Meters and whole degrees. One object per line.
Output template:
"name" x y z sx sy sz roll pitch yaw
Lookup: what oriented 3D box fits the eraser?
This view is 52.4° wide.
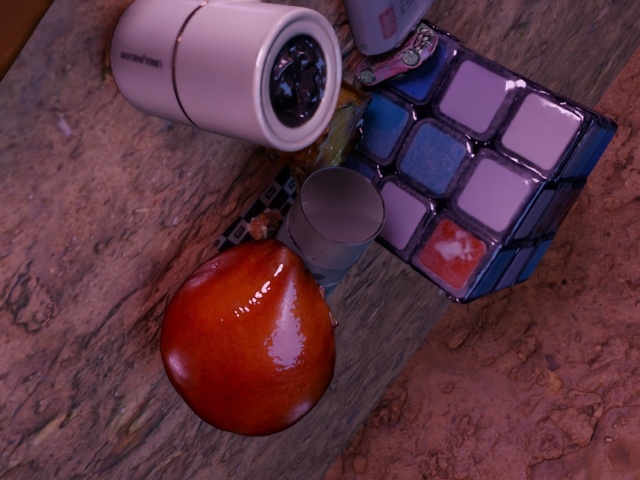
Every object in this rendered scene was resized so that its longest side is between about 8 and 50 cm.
"eraser" 0.092 -0.378 0.854 0.174 0.081 0.227 -53 156 -11

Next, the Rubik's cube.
"Rubik's cube" 0.258 -0.138 1.150 0.363 0.362 0.359 -7 127 -60

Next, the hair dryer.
"hair dryer" -0.074 -0.278 0.594 0.128 0.203 0.362 -12 116 -53

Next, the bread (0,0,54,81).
"bread" -0.269 -0.175 0.500 0.226 0.049 0.088 -54 156 3

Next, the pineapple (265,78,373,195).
"pineapple" -0.003 -0.170 0.950 0.186 0.114 0.236 -48 165 -15

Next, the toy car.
"toy car" 0.115 -0.272 0.978 0.055 0.142 0.069 44 53 -31

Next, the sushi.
"sushi" -0.074 -0.006 1.095 0.193 0.040 0.210 -48 156 -12

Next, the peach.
"peach" -0.117 0.158 0.962 0.201 0.257 0.362 -37 158 -34

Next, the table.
"table" 0.000 0.000 0.967 0.126 0.126 0.220 -38 169 -32
